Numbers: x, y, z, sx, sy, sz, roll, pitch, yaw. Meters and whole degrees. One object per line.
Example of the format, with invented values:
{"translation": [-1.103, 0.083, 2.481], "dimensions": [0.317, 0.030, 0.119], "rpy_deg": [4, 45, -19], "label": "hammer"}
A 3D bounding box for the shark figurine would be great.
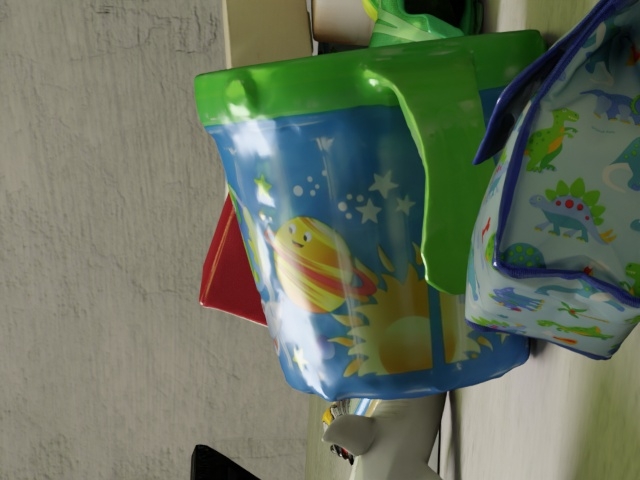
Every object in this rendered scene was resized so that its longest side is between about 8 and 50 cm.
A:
{"translation": [0.070, 0.247, 1.435], "dimensions": [0.166, 0.116, 0.278], "rpy_deg": [6, -85, -60], "label": "shark figurine"}

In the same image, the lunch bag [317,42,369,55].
{"translation": [0.053, -0.087, 1.795], "dimensions": [0.303, 0.115, 0.243], "rpy_deg": [-93, 4, -51], "label": "lunch bag"}

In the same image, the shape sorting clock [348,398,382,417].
{"translation": [0.073, 0.097, 1.590], "dimensions": [0.206, 0.040, 0.206], "rpy_deg": [-160, 90, -84], "label": "shape sorting clock"}

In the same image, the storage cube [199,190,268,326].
{"translation": [0.009, -0.020, 1.458], "dimensions": [0.215, 0.183, 0.193], "rpy_deg": [-107, 37, -80], "label": "storage cube"}

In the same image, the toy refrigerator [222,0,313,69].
{"translation": [-0.047, -0.163, 1.720], "dimensions": [0.102, 0.094, 0.269], "rpy_deg": [93, 171, -58], "label": "toy refrigerator"}

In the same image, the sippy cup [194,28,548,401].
{"translation": [0.045, -0.015, 1.114], "dimensions": [0.305, 0.240, 0.224], "rpy_deg": [-18, -79, -67], "label": "sippy cup"}

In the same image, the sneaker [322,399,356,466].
{"translation": [0.047, 0.214, 1.734], "dimensions": [0.225, 0.092, 0.088], "rpy_deg": [-86, 0, -69], "label": "sneaker"}

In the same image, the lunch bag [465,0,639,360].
{"translation": [0.122, -0.034, 0.786], "dimensions": [0.129, 0.096, 0.151], "rpy_deg": [96, -170, -76], "label": "lunch bag"}

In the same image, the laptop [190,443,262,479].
{"translation": [0.030, 0.375, 0.904], "dimensions": [0.236, 0.408, 0.382], "rpy_deg": [-52, 12, 11], "label": "laptop"}

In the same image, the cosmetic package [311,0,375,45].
{"translation": [0.062, -0.342, 1.630], "dimensions": [0.296, 0.129, 0.153], "rpy_deg": [97, 175, -52], "label": "cosmetic package"}

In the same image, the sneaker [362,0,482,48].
{"translation": [0.095, -0.211, 1.431], "dimensions": [0.123, 0.109, 0.295], "rpy_deg": [-57, 19, 34], "label": "sneaker"}

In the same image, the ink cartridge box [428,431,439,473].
{"translation": [0.081, 0.226, 1.582], "dimensions": [0.088, 0.052, 0.122], "rpy_deg": [131, 143, -85], "label": "ink cartridge box"}

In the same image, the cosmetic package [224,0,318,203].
{"translation": [-0.011, -0.117, 2.044], "dimensions": [0.156, 0.217, 0.385], "rpy_deg": [-125, 39, -84], "label": "cosmetic package"}
